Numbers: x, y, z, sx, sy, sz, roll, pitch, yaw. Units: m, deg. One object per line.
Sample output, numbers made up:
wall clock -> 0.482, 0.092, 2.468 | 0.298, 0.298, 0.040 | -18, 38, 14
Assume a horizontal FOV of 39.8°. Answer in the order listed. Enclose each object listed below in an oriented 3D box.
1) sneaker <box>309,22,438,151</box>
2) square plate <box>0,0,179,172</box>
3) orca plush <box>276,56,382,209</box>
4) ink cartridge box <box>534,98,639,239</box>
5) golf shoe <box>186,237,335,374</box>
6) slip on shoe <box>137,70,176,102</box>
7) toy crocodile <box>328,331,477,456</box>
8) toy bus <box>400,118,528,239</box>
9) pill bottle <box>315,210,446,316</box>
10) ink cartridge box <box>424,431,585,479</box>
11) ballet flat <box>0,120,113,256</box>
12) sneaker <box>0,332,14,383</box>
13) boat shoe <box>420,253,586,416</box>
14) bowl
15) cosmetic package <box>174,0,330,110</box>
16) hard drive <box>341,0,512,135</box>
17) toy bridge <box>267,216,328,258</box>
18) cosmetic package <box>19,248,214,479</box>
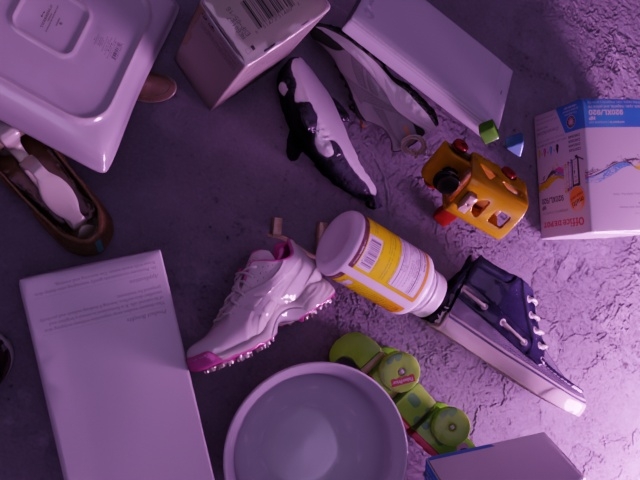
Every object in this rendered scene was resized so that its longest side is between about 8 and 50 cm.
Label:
sneaker -> 0.075, -0.263, 1.506 | 0.271, 0.100, 0.108 | 46, 107, -1
square plate -> -0.405, -0.325, 1.316 | 0.344, 0.049, 0.347 | 29, 62, -23
orca plush -> -0.004, -0.162, 1.500 | 0.287, 0.102, 0.151 | 52, 31, -18
ink cartridge box -> 0.500, -0.122, 1.578 | 0.168, 0.171, 0.233 | -2, 87, -16
golf shoe -> -0.110, 0.100, 1.384 | 0.306, 0.115, 0.140 | -31, 96, -47
slip on shoe -> -0.299, -0.255, 1.424 | 0.135, 0.041, 0.052 | 10, 84, -15
toy crocodile -> 0.153, 0.278, 1.490 | 0.105, 0.115, 0.340 | -44, 97, -8
toy bus -> 0.248, -0.087, 1.480 | 0.202, 0.104, 0.191 | -9, 126, 14
pill bottle -> 0.105, 0.046, 1.470 | 0.215, 0.117, 0.117 | 31, 79, -26
ink cartridge box -> 0.288, 0.492, 1.448 | 0.223, 0.129, 0.308 | -9, 117, -16
ballet flat -> -0.440, -0.115, 1.333 | 0.116, 0.124, 0.342 | -40, 98, -15
sneaker -> -0.541, 0.258, 1.265 | 0.106, 0.162, 0.282 | 26, 80, -13
boat shoe -> 0.353, 0.162, 1.542 | 0.340, 0.127, 0.158 | 34, 86, -11
bowl -> -0.021, 0.338, 1.425 | 0.297, 0.134, 0.298 | 1, 86, -16
cosmetic package -> -0.114, -0.311, 1.342 | 0.160, 0.309, 0.113 | -38, 98, -16
hard drive -> 0.192, -0.326, 1.518 | 0.307, 0.040, 0.203 | 35, 44, -12
toy bridge -> 0.000, 0.000, 1.504 | 0.188, 0.026, 0.063 | 5, 87, -17
cosmetic package -> -0.307, 0.221, 1.341 | 0.217, 0.156, 0.385 | -11, 91, -16
